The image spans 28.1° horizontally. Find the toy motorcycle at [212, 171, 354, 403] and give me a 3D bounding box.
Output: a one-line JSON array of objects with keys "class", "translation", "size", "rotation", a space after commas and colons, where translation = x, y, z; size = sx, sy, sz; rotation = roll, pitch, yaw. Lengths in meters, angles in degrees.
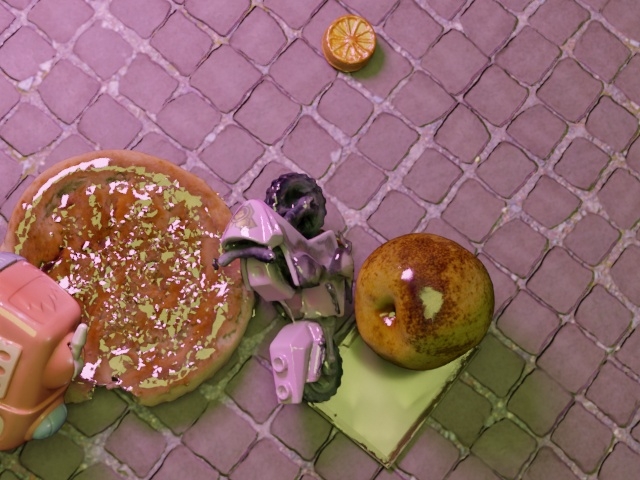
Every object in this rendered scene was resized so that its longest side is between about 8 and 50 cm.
[{"class": "toy motorcycle", "translation": [-0.050, 0.070, 1.769], "size": [0.188, 0.143, 0.327], "rotation": [-7, 91, -49]}]

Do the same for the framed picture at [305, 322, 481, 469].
[{"class": "framed picture", "translation": [0.102, 0.191, 1.861], "size": [0.173, 0.010, 0.231], "rotation": [40, 78, 2]}]

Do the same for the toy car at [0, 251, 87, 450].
[{"class": "toy car", "translation": [-0.418, 0.159, 1.678], "size": [0.212, 0.180, 0.270], "rotation": [29, 116, 9]}]

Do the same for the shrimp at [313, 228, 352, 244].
[{"class": "shrimp", "translation": [0.001, 0.004, 1.876], "size": [0.092, 0.029, 0.038], "rotation": [17, 77, -7]}]

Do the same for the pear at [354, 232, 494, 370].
[{"class": "pear", "translation": [0.151, 0.082, 1.789], "size": [0.197, 0.197, 0.197], "rotation": [1, 79, -6]}]

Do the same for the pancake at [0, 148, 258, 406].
[{"class": "pancake", "translation": [-0.274, 0.059, 1.815], "size": [0.382, 0.071, 0.382], "rotation": [1, 79, -6]}]

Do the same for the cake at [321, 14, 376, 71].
[{"class": "cake", "translation": [0.044, -0.299, 1.930], "size": [0.084, 0.044, 0.084], "rotation": [1, 81, -5]}]
